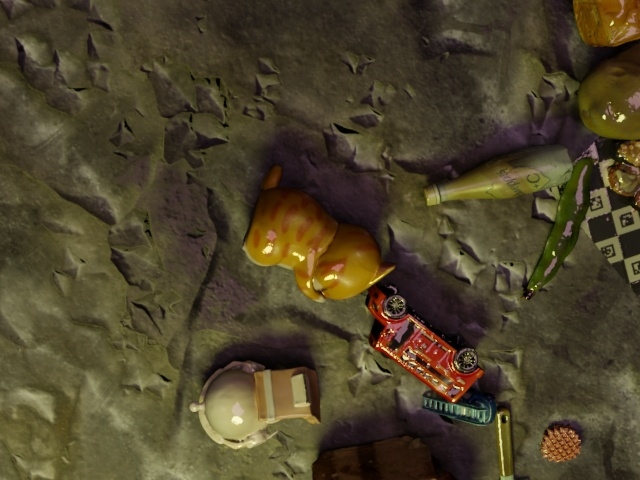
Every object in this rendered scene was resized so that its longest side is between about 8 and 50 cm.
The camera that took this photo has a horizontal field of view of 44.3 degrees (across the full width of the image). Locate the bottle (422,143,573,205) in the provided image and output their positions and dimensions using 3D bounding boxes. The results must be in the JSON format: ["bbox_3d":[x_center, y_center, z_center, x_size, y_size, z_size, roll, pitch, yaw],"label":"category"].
[{"bbox_3d":[0.320,-0.111,1.434,0.270,0.083,0.083,-15,100,1],"label":"bottle"}]

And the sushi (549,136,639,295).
[{"bbox_3d":[0.614,-0.080,1.473,0.264,0.050,0.290,-43,100,4],"label":"sushi"}]

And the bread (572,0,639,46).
[{"bbox_3d":[0.599,-0.423,1.351,0.295,0.167,0.132,-16,93,2],"label":"bread"}]

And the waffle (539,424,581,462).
[{"bbox_3d":[0.475,0.403,1.557,0.083,0.029,0.075,1,99,-1],"label":"waffle"}]

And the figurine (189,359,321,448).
[{"bbox_3d":[-0.120,0.300,1.464,0.237,0.141,0.162,-11,72,1],"label":"figurine"}]

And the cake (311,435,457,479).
[{"bbox_3d":[0.142,0.491,1.466,0.293,0.196,0.198,-13,98,0],"label":"cake"}]

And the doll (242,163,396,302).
[{"bbox_3d":[-0.018,0.008,1.398,0.270,0.166,0.162,35,98,-11],"label":"doll"}]

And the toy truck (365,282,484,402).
[{"bbox_3d":[0.177,0.187,1.462,0.253,0.107,0.114,37,95,-9],"label":"toy truck"}]

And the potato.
[{"bbox_3d":[0.560,-0.262,1.396,0.200,0.154,0.137,-28,138,-7],"label":"potato"}]

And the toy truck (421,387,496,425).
[{"bbox_3d":[0.270,0.319,1.518,0.136,0.074,0.063,6,100,37],"label":"toy truck"}]

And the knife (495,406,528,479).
[{"bbox_3d":[0.387,0.494,1.567,0.061,0.027,0.342,-7,100,-6],"label":"knife"}]

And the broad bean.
[{"bbox_3d":[0.455,-0.017,1.471,0.060,0.043,0.297,17,104,-5],"label":"broad bean"}]
